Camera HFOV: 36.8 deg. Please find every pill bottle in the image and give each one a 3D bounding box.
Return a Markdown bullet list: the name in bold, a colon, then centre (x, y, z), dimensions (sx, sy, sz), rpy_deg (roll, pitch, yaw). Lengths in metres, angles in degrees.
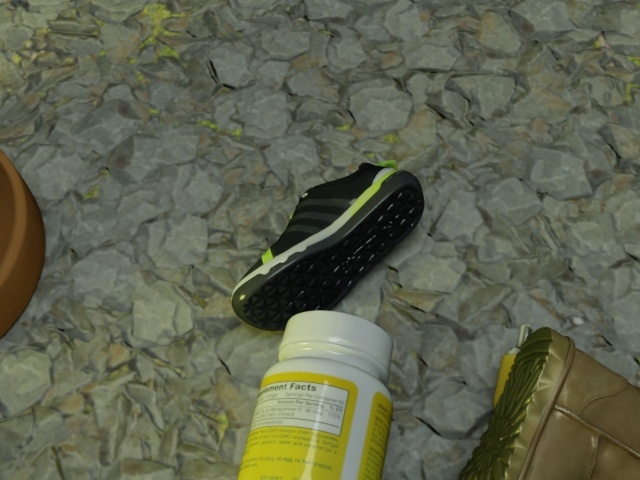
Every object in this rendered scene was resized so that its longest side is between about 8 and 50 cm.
- **pill bottle**: centre (-0.003, 0.173, 0.817), dimensions (0.119, 0.119, 0.208), rpy_deg (10, 60, 6)

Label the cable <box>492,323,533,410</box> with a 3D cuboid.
- **cable**: centre (0.175, 0.221, 0.842), dimensions (0.140, 0.072, 0.287), rpy_deg (32, 76, -1)

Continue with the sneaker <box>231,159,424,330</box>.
- **sneaker**: centre (0.000, 0.000, 0.958), dimensions (0.235, 0.084, 0.097), rpy_deg (-35, 41, -20)

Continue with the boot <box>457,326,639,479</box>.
- **boot**: centre (0.254, 0.224, 0.774), dimensions (0.270, 0.089, 0.236), rpy_deg (30, 77, -5)

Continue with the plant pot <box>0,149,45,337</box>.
- **plant pot**: centre (-0.427, -0.029, 0.889), dimensions (0.291, 0.203, 0.290), rpy_deg (0, 60, 1)
